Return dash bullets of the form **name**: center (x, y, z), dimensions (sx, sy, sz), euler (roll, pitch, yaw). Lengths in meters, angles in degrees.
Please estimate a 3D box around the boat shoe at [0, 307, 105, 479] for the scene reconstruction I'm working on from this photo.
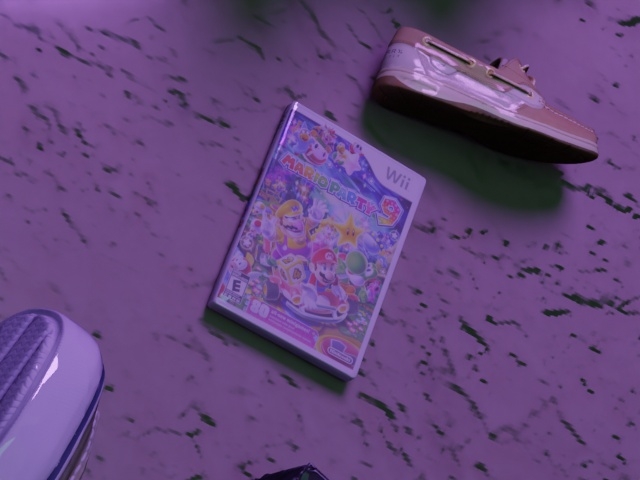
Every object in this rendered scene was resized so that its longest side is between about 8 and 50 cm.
- **boat shoe**: center (-0.172, 0.172, 0.833), dimensions (0.094, 0.109, 0.302), euler (41, 69, -31)

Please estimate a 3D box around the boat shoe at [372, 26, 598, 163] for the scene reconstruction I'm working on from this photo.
- **boat shoe**: center (0.095, -0.078, 1.061), dimensions (0.135, 0.050, 0.045), euler (20, 74, -23)

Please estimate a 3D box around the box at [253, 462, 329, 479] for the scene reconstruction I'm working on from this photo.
- **box**: center (0.004, 0.307, 0.898), dimensions (0.295, 0.073, 0.293), euler (44, 60, -12)

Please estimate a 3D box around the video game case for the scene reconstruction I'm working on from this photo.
- **video game case**: center (0.000, 0.000, 1.011), dimensions (0.087, 0.011, 0.122), euler (29, 65, -19)
